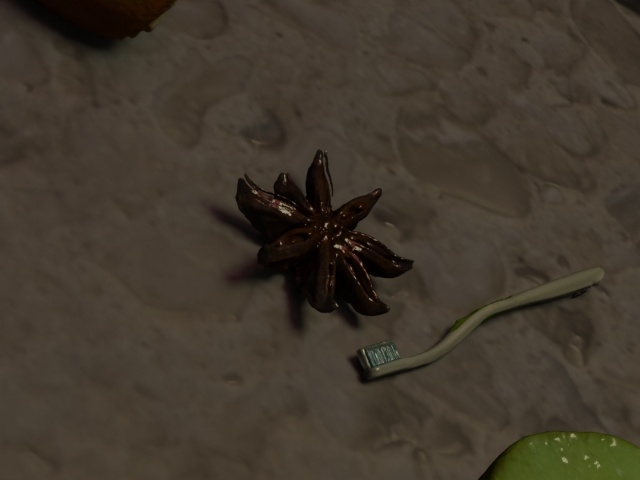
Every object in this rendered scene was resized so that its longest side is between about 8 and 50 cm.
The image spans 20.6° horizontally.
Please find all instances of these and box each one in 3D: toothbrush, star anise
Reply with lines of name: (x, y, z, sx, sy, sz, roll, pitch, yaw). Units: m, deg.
toothbrush: (0.124, 0.058, 1.272, 0.263, 0.022, 0.026, -16, 78, -41)
star anise: (0.000, 0.002, 1.216, 0.141, 0.042, 0.141, 21, 43, -21)

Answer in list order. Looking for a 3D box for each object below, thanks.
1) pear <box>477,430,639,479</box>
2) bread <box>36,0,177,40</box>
pear: (0.145, 0.239, 1.044, 0.292, 0.159, 0.292, 22, 44, -23)
bread: (-0.170, -0.232, 1.225, 0.190, 0.132, 0.114, 33, 45, -4)
